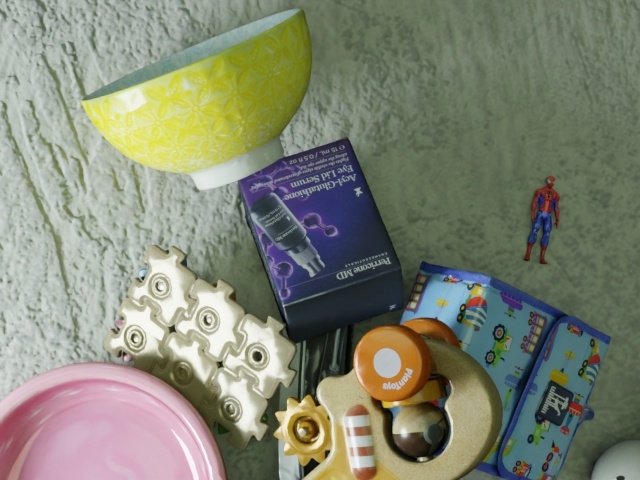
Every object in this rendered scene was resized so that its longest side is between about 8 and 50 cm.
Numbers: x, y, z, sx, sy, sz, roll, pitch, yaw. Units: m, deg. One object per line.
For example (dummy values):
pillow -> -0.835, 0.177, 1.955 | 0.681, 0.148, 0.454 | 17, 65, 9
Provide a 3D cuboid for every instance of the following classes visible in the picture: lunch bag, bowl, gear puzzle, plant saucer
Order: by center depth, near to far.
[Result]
bowl -> -0.126, -0.153, 1.632 | 0.289, 0.289, 0.156 | -23, 103, -5
gear puzzle -> -0.105, 0.149, 1.661 | 0.339, 0.044, 0.175 | 34, 110, 21
plant saucer -> -0.271, 0.316, 1.663 | 0.332, 0.084, 0.332 | -1, 81, 7
lunch bag -> 0.231, 0.183, 1.699 | 0.293, 0.138, 0.221 | 24, 83, -34

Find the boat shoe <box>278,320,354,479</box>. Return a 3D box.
boat shoe -> 0.008, 0.226, 1.702 | 0.105, 0.113, 0.306 | -1, 78, 9

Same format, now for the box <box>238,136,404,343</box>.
box -> 0.000, 0.000, 1.672 | 0.153, 0.108, 0.207 | -19, 60, -6

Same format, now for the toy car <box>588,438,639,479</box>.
toy car -> 0.428, 0.305, 1.703 | 0.238, 0.210, 0.219 | -19, 101, 7

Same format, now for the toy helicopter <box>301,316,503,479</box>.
toy helicopter -> 0.057, 0.263, 1.524 | 0.355, 0.140, 0.235 | -41, 77, 18

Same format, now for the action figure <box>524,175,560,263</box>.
action figure -> 0.293, -0.028, 1.780 | 0.038, 0.030, 0.115 | 10, 85, 1
